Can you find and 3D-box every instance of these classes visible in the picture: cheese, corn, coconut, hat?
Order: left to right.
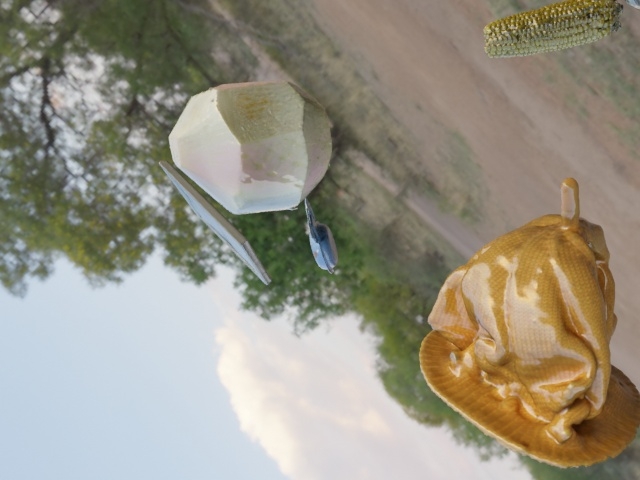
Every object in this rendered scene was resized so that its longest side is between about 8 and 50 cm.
[{"bbox_3d":[-0.111,-0.139,1.196,0.237,0.236,0.197,-118,23,-73],"label":"coconut"},{"bbox_3d":[0.000,0.000,2.038,0.245,0.052,0.135,62,-166,-56],"label":"cheese"},{"bbox_3d":[0.226,0.050,0.795,0.233,0.233,0.244,8,-154,9],"label":"hat"},{"bbox_3d":[0.534,-0.488,1.841,0.115,0.317,0.115,-12,-90,-77],"label":"corn"}]

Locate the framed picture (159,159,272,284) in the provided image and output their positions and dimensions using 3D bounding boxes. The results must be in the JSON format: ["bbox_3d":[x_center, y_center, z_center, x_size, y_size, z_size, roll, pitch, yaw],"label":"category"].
[{"bbox_3d":[-0.185,-0.026,1.464,0.213,0.016,0.289,44,172,14],"label":"framed picture"}]

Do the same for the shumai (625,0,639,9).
[{"bbox_3d":[0.530,-0.527,1.223,0.263,0.309,0.304,34,-140,-18],"label":"shumai"}]
